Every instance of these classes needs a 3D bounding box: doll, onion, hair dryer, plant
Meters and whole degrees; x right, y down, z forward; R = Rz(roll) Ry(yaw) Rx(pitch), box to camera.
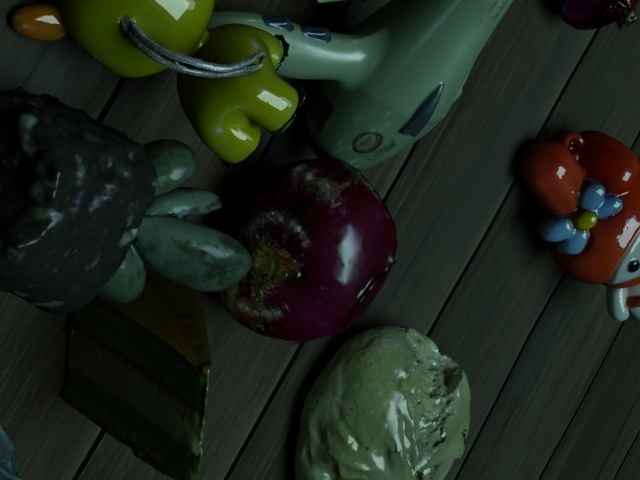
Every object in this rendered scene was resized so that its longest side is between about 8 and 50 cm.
[{"bbox_3d":[-0.122,-0.158,1.287,0.143,0.135,0.221,-37,129,21],"label":"doll"},{"bbox_3d":[0.321,-0.024,1.941,0.161,0.130,0.290,-50,127,-14],"label":"doll"},{"bbox_3d":[0.010,0.010,1.536,0.198,0.135,0.173,-19,144,-48],"label":"onion"},{"bbox_3d":[0.055,-0.192,1.432,0.296,0.119,0.298,-34,147,19],"label":"hair dryer"},{"bbox_3d":[-0.172,-0.026,1.294,0.149,0.146,0.274,-53,149,13],"label":"plant"},{"bbox_3d":[0.294,-0.264,1.799,0.115,0.104,0.115,-25,158,-10],"label":"onion"}]

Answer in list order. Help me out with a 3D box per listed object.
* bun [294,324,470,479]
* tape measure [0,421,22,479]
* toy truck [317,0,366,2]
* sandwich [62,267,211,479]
[{"bbox_3d":[0.073,0.197,1.753,0.210,0.116,0.237,-27,131,-41],"label":"bun"},{"bbox_3d":[-0.337,0.199,1.194,0.275,0.147,0.256,33,83,-53],"label":"tape measure"},{"bbox_3d":[0.049,-0.259,1.503,0.169,0.077,0.100,-24,137,-45],"label":"toy truck"},{"bbox_3d":[-0.105,0.100,1.415,0.144,0.187,0.117,-14,120,-42],"label":"sandwich"}]
